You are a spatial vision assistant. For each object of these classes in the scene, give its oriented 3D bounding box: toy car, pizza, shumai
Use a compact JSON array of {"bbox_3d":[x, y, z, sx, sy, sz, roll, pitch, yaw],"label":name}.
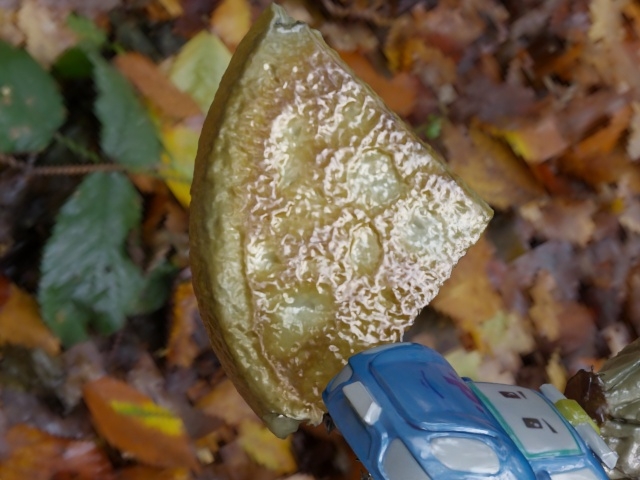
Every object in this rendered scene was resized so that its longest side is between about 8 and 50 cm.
[{"bbox_3d":[0.134,0.180,1.226,0.314,0.166,0.198,46,4,-37],"label":"toy car"},{"bbox_3d":[-0.029,-0.013,1.327,0.268,0.087,0.258,46,79,-20],"label":"pizza"},{"bbox_3d":[0.328,0.179,1.811,0.120,0.201,0.201,25,49,-26],"label":"shumai"}]

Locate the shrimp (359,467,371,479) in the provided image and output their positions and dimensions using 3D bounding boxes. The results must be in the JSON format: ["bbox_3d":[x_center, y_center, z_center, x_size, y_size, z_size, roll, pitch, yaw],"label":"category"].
[{"bbox_3d":[0.099,0.302,1.779,0.041,0.099,0.180,-45,109,-42],"label":"shrimp"}]
